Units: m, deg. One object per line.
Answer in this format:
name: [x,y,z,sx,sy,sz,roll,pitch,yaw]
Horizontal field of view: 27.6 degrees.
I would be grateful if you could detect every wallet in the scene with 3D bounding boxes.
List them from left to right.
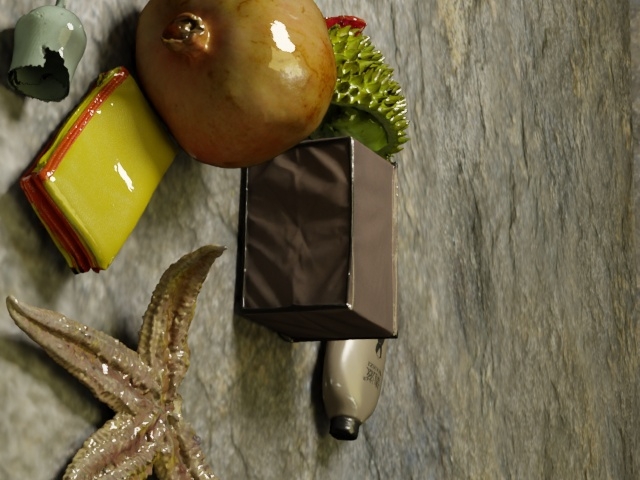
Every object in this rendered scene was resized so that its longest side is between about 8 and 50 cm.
wallet: [-0.253,-0.084,1.487,0.141,0.067,0.241,60,32,-27]

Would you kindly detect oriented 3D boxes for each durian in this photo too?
durian: [0.037,-0.192,1.875,0.157,0.169,0.355,68,7,25]

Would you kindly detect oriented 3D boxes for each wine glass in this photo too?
wine glass: [-0.289,-0.250,1.435,0.079,0.079,0.195,42,48,-49]

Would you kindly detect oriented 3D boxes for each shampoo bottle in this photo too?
shampoo bottle: [0.052,0.175,1.939,0.127,0.078,0.257,45,48,-48]

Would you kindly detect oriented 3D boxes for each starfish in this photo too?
starfish: [-0.182,0.196,1.478,0.384,0.132,0.398,-8,103,-59]

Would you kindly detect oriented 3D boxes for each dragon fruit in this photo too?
dragon fruit: [-0.009,-0.270,1.931,0.162,0.083,0.106,-61,-172,0]

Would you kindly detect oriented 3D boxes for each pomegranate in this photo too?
pomegranate: [-0.111,-0.219,1.583,0.270,0.229,0.252,25,55,-59]

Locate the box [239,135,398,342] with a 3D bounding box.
box: [0.000,0.000,1.781,0.153,0.188,0.252,26,63,-56]

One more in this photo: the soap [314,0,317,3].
soap: [-0.059,-0.364,1.875,0.119,0.066,0.198,52,42,-39]
